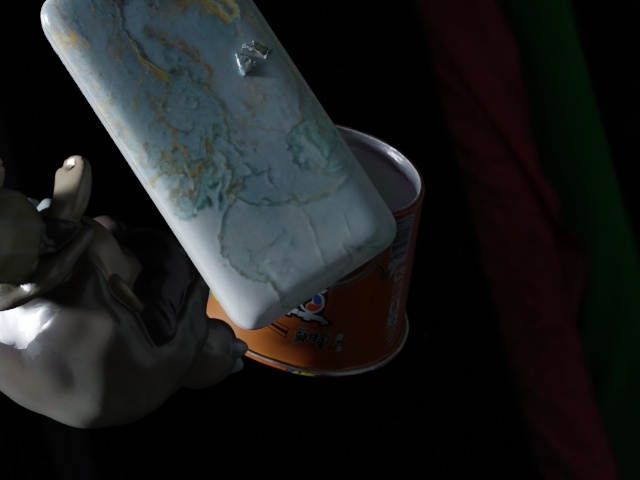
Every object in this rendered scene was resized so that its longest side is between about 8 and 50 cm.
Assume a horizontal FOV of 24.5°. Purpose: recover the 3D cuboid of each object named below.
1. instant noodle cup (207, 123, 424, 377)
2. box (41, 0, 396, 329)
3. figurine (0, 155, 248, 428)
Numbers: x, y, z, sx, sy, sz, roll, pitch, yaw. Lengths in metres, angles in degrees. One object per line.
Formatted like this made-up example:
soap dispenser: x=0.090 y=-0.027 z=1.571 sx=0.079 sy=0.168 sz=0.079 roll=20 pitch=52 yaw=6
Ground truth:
instant noodle cup: x=0.000 y=0.000 z=1.613 sx=0.250 sy=0.250 sz=0.192 roll=-36 pitch=-32 yaw=-51
box: x=-0.073 y=-0.084 z=1.072 sx=0.142 sy=0.044 sz=0.285 roll=-33 pitch=-91 yaw=-11
figurine: x=-0.236 y=0.046 z=1.308 sx=0.380 sy=0.248 sz=0.203 roll=46 pitch=-125 yaw=-57
